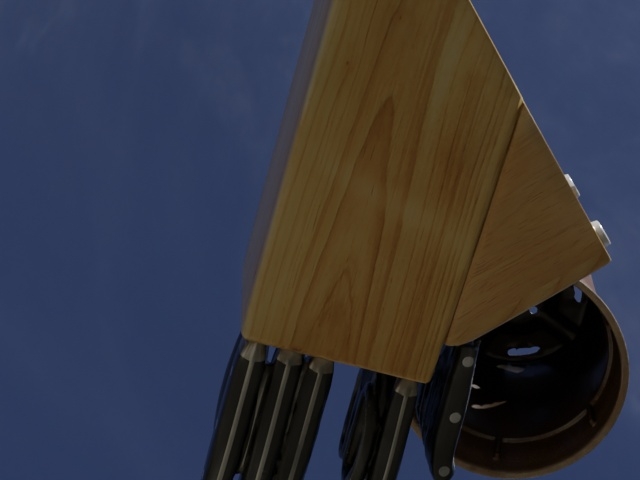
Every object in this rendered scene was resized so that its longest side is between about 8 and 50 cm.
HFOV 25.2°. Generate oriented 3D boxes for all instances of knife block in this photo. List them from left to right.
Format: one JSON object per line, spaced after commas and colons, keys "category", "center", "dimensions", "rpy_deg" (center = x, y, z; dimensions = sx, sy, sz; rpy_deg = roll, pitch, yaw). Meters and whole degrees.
{"category": "knife block", "center": [0.000, 0.000, 0.694], "dimensions": [0.242, 0.088, 0.276], "rpy_deg": [-29, -70, 7]}

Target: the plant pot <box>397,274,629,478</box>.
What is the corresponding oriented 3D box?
{"category": "plant pot", "center": [0.145, 0.068, 1.077], "dimensions": [0.166, 0.165, 0.167], "rpy_deg": [3, -73, 9]}
